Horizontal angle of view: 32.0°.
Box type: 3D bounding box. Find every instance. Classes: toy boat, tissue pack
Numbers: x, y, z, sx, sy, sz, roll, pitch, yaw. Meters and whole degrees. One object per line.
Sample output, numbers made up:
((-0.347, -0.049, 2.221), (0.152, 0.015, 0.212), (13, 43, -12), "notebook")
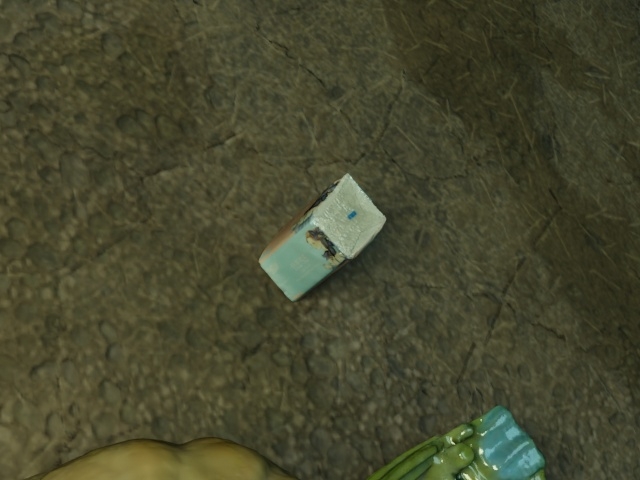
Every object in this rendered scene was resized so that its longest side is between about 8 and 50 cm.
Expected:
((0.067, 0.230, 0.860), (0.276, 0.084, 0.111), (-31, 86, -42), "toy boat")
((0.000, 0.000, 0.949), (0.059, 0.094, 0.074), (46, 47, -4), "tissue pack")

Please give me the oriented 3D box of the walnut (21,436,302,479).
((-0.101, 0.243, 0.584), (0.296, 0.285, 0.285), (-35, 86, -35), "walnut")
